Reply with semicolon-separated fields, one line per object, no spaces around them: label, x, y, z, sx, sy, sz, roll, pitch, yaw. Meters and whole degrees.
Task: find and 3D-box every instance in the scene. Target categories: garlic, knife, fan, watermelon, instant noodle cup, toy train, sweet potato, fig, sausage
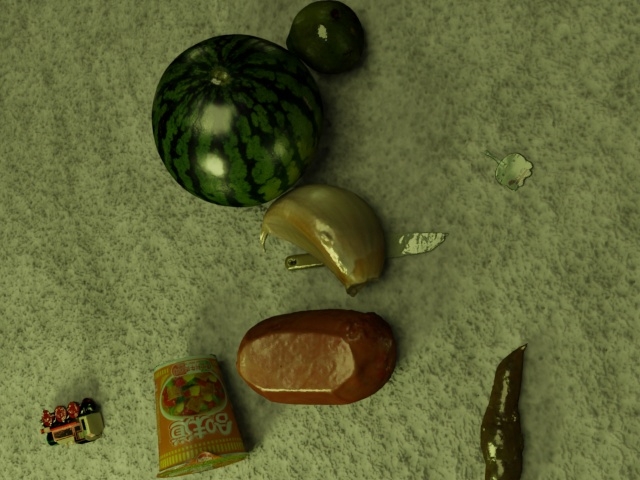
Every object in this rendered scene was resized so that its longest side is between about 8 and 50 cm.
garlic;-0.001;-0.015;1.307;0.245;0.145;0.164;27;114;37
knife;0.071;0.014;1.330;0.298;0.017;0.047;-7;73;26
fan;0.289;-0.117;1.238;0.083;0.004;0.056;42;104;24
watermelon;-0.133;-0.195;1.300;0.285;0.285;0.285;-2;85;26
instant noodle cup;-0.220;0.303;1.384;0.168;0.168;0.185;-23;69;23
toy train;-0.495;0.363;1.566;0.138;0.050;0.087;-20;81;24
sweet potato;0.273;0.286;1.185;0.067;0.067;0.274;6;87;27
fig;-0.006;-0.339;1.342;0.156;0.123;0.123;-7;83;38
sausage;-0.010;0.189;1.286;0.268;0.141;0.153;-6;83;23
